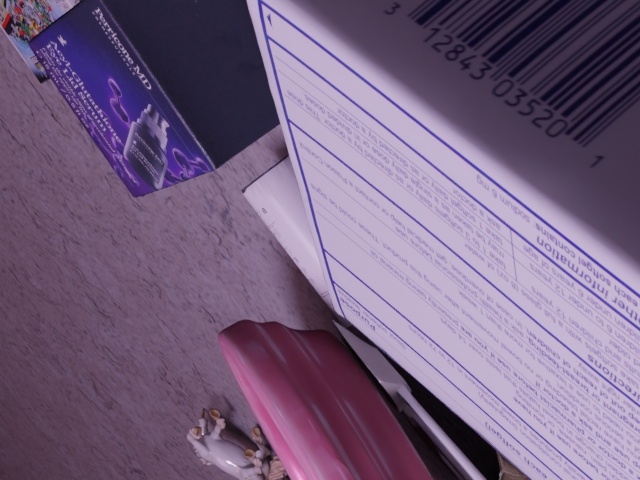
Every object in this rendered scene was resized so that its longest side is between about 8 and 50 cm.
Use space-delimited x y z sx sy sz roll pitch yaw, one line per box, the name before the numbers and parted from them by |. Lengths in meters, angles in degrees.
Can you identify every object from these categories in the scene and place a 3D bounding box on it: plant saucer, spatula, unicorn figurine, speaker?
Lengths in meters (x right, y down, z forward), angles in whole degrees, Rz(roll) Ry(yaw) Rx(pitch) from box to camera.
plant saucer | 0.034 0.198 1.401 0.332 0.084 0.332 59 172 13
spatula | 0.098 0.167 1.341 0.242 0.019 0.168 49 173 36
unicorn figurine | -0.104 0.229 1.950 0.162 0.060 0.111 42 157 25
speaker | 0.000 0.000 1.365 0.136 0.055 0.055 53 159 -3

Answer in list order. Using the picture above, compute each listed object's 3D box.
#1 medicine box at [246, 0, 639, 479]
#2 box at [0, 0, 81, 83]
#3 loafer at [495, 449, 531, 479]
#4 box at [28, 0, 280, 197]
medicine box | 0.122 -0.009 0.851 0.263 0.149 0.289 41 161 32
box | -0.237 -0.206 1.550 0.114 0.036 0.207 56 159 -11
loafer | 0.156 0.160 1.308 0.050 0.056 0.148 53 158 15
box | -0.111 -0.130 1.310 0.153 0.108 0.207 56 159 -8
